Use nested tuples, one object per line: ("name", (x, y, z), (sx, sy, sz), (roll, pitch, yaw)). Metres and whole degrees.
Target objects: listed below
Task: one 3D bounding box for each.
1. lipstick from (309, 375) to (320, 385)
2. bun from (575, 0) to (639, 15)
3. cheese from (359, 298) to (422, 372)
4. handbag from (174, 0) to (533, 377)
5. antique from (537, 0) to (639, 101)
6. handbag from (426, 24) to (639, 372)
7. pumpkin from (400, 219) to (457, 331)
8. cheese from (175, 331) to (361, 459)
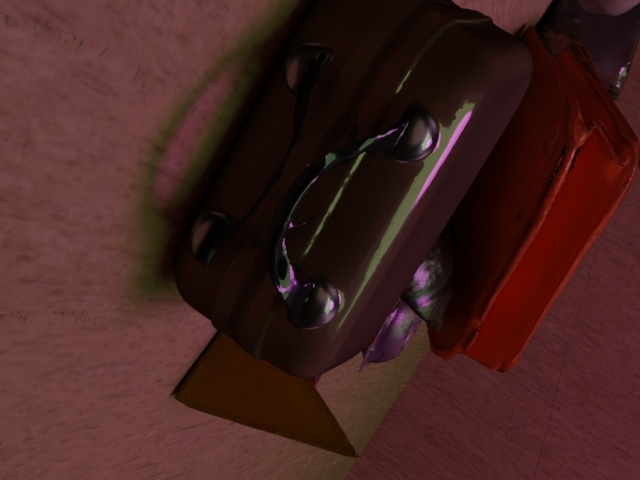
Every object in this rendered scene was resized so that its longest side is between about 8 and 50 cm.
("lipstick", (-0.002, 0.110, 1.374), (0.051, 0.051, 0.312), (-51, 169, -22))
("bun", (0.346, -0.366, 1.367), (0.183, 0.102, 0.183), (-168, -90, -74))
("cheese", (0.138, 0.093, 1.801), (0.286, 0.074, 0.189), (-53, 168, -31))
("handbag", (0.015, -0.044, 0.825), (0.302, 0.149, 0.283), (-58, 170, 16))
("antique", (0.422, -0.356, 1.655), (0.284, 0.150, 0.125), (-64, 172, -5))
("handbag", (0.258, -0.050, 1.539), (0.303, 0.116, 0.410), (-101, -150, -53))
("pumpkin", (0.144, 0.023, 1.474), (0.130, 0.149, 0.254), (-45, 168, 6))
("cheese", (-0.030, 0.152, 1.079), (0.126, 0.171, 0.093), (-53, 167, -12))
